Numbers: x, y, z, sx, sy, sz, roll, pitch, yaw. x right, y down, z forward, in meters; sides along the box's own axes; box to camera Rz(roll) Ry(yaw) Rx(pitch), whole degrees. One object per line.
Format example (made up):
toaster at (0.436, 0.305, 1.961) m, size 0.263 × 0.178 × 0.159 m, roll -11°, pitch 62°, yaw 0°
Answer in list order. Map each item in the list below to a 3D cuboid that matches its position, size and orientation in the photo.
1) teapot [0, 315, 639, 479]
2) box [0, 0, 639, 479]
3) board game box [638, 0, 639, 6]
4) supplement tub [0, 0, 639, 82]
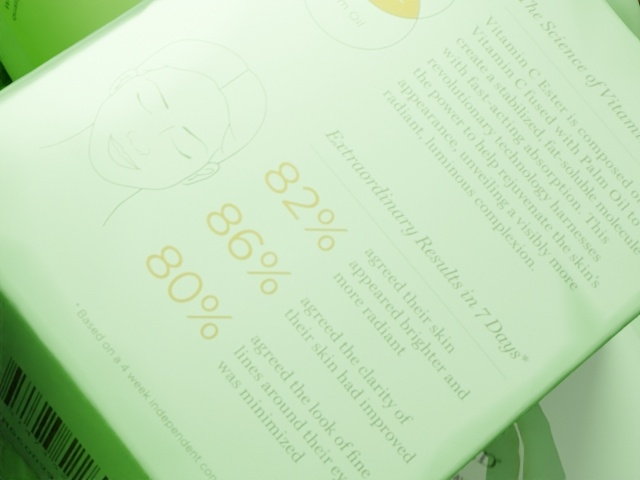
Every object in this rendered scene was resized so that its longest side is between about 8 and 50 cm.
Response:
teapot at (0.003, 0.091, 0.539) m, size 0.253 × 0.187 × 0.256 m, roll -13°, pitch 73°, yaw -21°
box at (0.000, 0.000, 0.418) m, size 0.170 × 0.091 × 0.130 m, roll -36°, pitch 83°, yaw -25°
board game box at (0.184, -0.333, 1.034) m, size 0.356 × 0.356 × 0.356 m, roll 44°, pitch 13°, yaw 17°
supplement tub at (-0.037, -0.131, 0.746) m, size 0.235 × 0.235 × 0.325 m, roll 0°, pitch 45°, yaw -43°
